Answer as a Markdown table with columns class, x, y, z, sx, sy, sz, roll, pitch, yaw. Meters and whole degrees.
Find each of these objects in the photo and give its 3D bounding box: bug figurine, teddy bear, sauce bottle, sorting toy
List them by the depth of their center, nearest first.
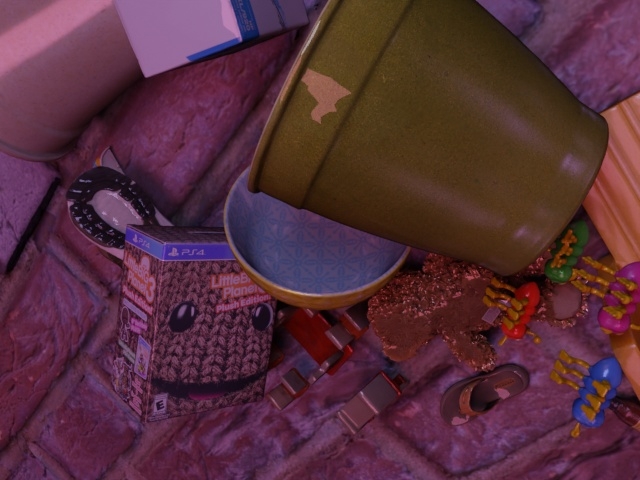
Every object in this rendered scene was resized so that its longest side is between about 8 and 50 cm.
| class | x | y | z | sx | sy | sz | roll | pitch | yaw |
| --- | --- | --- | --- | --- | --- | --- | --- | --- | --- |
| bug figurine | 0.315 | 0.095 | 0.783 | 0.072 | 0.279 | 0.216 | 12 | 111 | -16 |
| sauce bottle | 0.501 | 0.276 | 0.978 | 0.128 | 0.042 | 0.042 | 32 | 120 | 10 |
| teddy bear | 0.243 | 0.081 | 0.983 | 0.338 | 0.113 | 0.245 | -36 | 100 | 23 |
| sorting toy | -0.423 | -0.130 | 1.217 | 0.075 | 0.045 | 0.083 | -18 | 104 | 48 |

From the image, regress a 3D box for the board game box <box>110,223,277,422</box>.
| class | x | y | z | sx | sy | sz | roll | pitch | yaw |
| --- | --- | --- | --- | --- | --- | --- | --- | --- | --- |
| board game box | -0.207 | 0.128 | 1.055 | 0.141 | 0.232 | 0.291 | 19 | 105 | 47 |

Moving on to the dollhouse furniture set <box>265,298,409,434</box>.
| class | x | y | z | sx | sy | sz | roll | pitch | yaw |
| --- | --- | --- | --- | --- | --- | --- | --- | --- | --- |
| dollhouse furniture set | 0.026 | 0.210 | 1.131 | 0.259 | 0.135 | 0.262 | 47 | 122 | 13 |

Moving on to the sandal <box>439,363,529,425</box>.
| class | x | y | z | sx | sy | sz | roll | pitch | yaw |
| --- | --- | --- | --- | --- | --- | --- | --- | --- | --- |
| sandal | 0.276 | 0.271 | 1.068 | 0.180 | 0.049 | 0.072 | -37 | 94 | 31 |

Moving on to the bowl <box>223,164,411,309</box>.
| class | x | y | z | sx | sy | sz | roll | pitch | yaw |
| --- | --- | --- | --- | --- | --- | --- | --- | --- | --- |
| bowl | 0.000 | 0.000 | 0.979 | 0.289 | 0.289 | 0.156 | 22 | 148 | 14 |

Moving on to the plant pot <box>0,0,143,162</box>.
| class | x | y | z | sx | sy | sz | roll | pitch | yaw |
| --- | --- | --- | --- | --- | --- | --- | --- | --- | --- |
| plant pot | -0.395 | -0.336 | 0.974 | 0.305 | 0.334 | 0.334 | -23 | 101 | 19 |

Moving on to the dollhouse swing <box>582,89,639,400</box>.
| class | x | y | z | sx | sy | sz | roll | pitch | yaw |
| --- | --- | --- | --- | --- | --- | --- | --- | --- | --- |
| dollhouse swing | 0.485 | -0.019 | 0.733 | 0.346 | 0.315 | 0.305 | -29 | 109 | 31 |

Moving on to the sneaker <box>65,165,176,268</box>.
| class | x | y | z | sx | sy | sz | roll | pitch | yaw |
| --- | --- | --- | --- | --- | --- | --- | --- | --- | --- |
| sneaker | -0.319 | 0.039 | 1.210 | 0.410 | 0.158 | 0.182 | 49 | 156 | -9 |

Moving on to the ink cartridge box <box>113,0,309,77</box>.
| class | x | y | z | sx | sy | sz | roll | pitch | yaw |
| --- | --- | --- | --- | --- | --- | --- | --- | --- | --- |
| ink cartridge box | -0.153 | -0.353 | 0.885 | 0.171 | 0.233 | 0.168 | -11 | 109 | 27 |

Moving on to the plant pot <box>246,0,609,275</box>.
| class | x | y | z | sx | sy | sz | roll | pitch | yaw |
| --- | --- | --- | --- | --- | --- | --- | --- | --- | --- |
| plant pot | 0.148 | -0.136 | 0.798 | 0.352 | 0.366 | 0.367 | 30 | 120 | 0 |
